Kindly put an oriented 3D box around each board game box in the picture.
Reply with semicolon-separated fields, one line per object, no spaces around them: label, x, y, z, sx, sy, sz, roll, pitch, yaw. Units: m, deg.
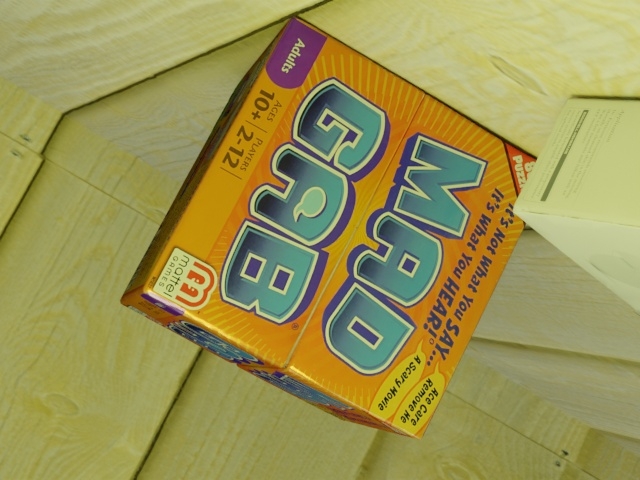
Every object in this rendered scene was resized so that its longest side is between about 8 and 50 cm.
board game box;0.000;0.000;1.523;0.356;0.357;0.356;29;170;-9

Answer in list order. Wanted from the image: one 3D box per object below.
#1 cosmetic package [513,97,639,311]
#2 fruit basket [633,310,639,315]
cosmetic package;0.352;-0.021;1.155;0.224;0.138;0.224;34;169;-33
fruit basket;0.624;0.196;1.598;0.327;0.165;0.353;32;-176;-20
